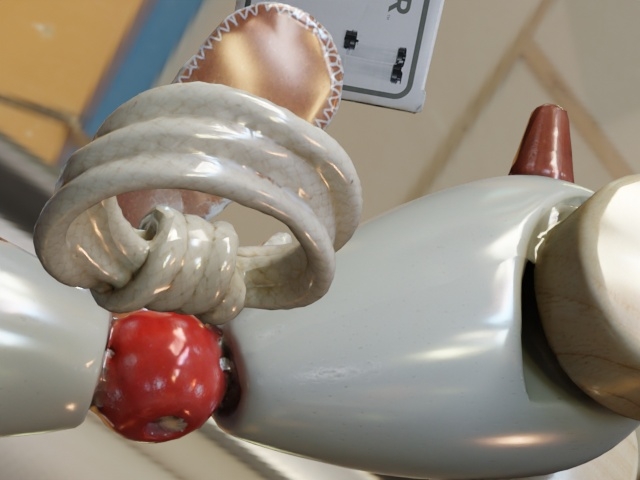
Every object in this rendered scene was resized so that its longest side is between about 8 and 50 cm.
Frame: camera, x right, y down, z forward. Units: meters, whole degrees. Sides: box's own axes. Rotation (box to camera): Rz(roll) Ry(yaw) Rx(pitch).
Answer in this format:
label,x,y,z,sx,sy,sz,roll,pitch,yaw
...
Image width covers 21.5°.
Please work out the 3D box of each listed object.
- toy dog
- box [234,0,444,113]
label,x,y,z,sx,sy,sz,roll,pitch,yaw
toy dog,0.000,0.000,0.588,0.220,0.334,0.161,-34,-132,37
box,0.023,-0.186,0.809,0.290,0.087,0.169,-82,-178,-67
